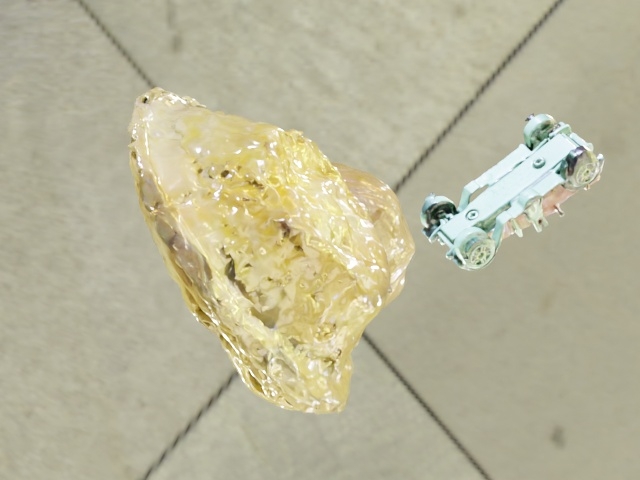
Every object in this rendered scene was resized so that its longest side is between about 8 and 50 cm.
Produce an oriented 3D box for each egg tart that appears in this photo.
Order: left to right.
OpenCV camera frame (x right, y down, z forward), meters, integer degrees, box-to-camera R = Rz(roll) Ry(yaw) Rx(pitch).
[{"bbox_3d":[-0.016,-0.003,0.551,0.049,0.129,0.129,-31,116,17],"label":"egg tart"}]

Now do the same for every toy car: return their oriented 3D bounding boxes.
[{"bbox_3d":[0.149,-0.034,1.265,0.143,0.073,0.054,-39,134,-5],"label":"toy car"}]

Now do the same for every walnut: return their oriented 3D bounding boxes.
[{"bbox_3d":[0.000,0.000,1.420,0.166,0.166,0.149,37,44,-29],"label":"walnut"}]
